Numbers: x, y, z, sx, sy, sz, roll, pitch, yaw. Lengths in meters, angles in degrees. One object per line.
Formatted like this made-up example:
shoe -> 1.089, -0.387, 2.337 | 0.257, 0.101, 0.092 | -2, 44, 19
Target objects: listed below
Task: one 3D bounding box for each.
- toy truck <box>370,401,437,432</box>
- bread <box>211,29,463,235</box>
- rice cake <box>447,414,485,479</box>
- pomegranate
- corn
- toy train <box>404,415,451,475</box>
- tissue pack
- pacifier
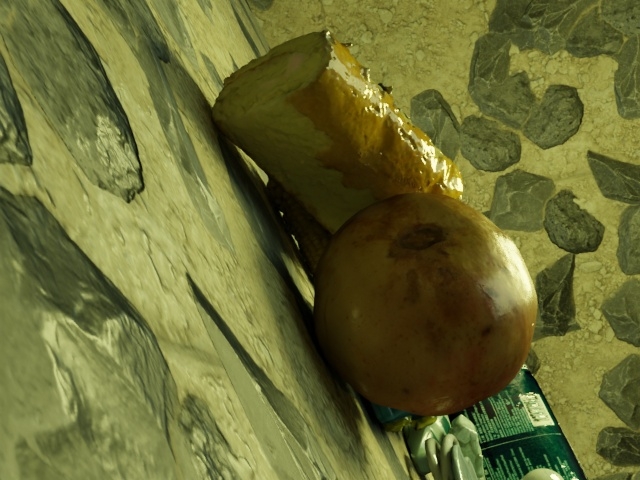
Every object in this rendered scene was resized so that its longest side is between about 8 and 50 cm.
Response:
toy truck -> 0.176, 0.231, 1.721 | 0.161, 0.162, 0.385 | 66, 15, 17
bread -> 0.037, -0.149, 1.525 | 0.375, 0.237, 0.165 | 40, 44, -35
rice cake -> 0.298, 0.495, 1.905 | 0.066, 0.063, 0.336 | -99, 175, -71
pomegranate -> 0.144, 0.106, 1.422 | 0.338, 0.338, 0.338 | 62, 5, -10
corn -> 0.000, 0.000, 1.687 | 0.319, 0.097, 0.097 | 64, 5, -6
toy train -> 0.215, 0.361, 1.997 | 0.407, 0.088, 0.086 | -83, 148, -79
tissue pack -> 0.439, 0.521, 2.265 | 0.416, 0.264, 0.253 | -110, -171, -53
pacifier -> 0.313, 0.445, 1.712 | 0.299, 0.233, 0.244 | 54, 25, -64
